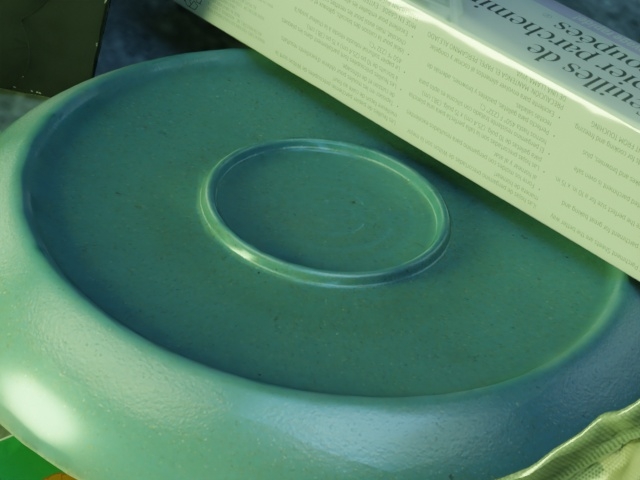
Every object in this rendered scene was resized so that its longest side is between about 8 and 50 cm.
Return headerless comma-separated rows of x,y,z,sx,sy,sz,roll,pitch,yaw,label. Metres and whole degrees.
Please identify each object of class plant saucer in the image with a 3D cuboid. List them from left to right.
0.000,0.000,0.692,0.317,0.044,0.318,6,34,-4,plant saucer

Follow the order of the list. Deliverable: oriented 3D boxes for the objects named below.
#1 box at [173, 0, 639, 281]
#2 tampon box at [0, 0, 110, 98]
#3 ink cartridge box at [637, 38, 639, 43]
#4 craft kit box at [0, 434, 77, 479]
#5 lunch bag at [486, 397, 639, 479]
0.049,-0.084,0.732,0.324,0.067,0.063,33,40,31,box
-0.140,-0.167,0.789,0.101,0.120,0.161,10,52,-9,tampon box
0.293,-0.052,0.774,0.278,0.201,0.117,12,53,-7,ink cartridge box
-0.005,0.158,0.632,0.246,0.061,0.250,-20,62,-31,craft kit box
0.200,0.172,0.450,0.235,0.169,0.287,14,43,-44,lunch bag
